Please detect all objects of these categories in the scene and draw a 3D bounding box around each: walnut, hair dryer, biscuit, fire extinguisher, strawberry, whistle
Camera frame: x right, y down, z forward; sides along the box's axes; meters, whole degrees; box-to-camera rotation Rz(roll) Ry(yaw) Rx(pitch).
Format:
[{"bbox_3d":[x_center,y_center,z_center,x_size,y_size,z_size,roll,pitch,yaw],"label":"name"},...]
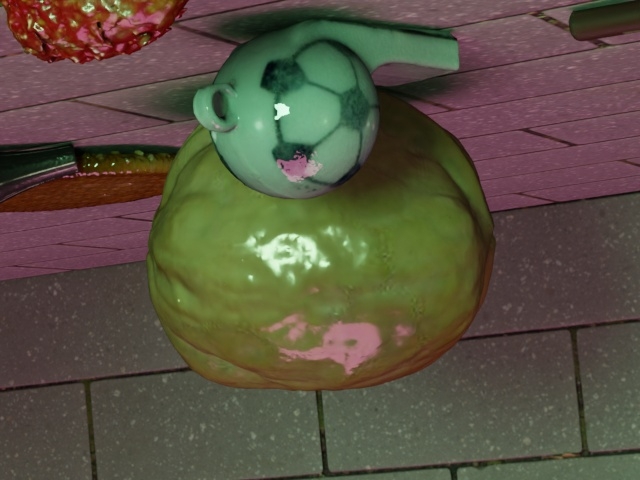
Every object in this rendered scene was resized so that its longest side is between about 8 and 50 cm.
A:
[{"bbox_3d":[0.000,0.000,1.985,0.381,0.381,0.381,-5,174,-1],"label":"walnut"},{"bbox_3d":[-0.371,-0.089,2.102,0.195,0.075,0.219,-15,168,-6],"label":"hair dryer"},{"bbox_3d":[-0.297,-0.076,2.362,0.305,0.038,0.305,-7,175,-1],"label":"biscuit"},{"bbox_3d":[0.303,-0.202,1.665,0.173,0.035,0.049,-6,172,36],"label":"fire extinguisher"},{"bbox_3d":[-0.147,-0.169,1.325,0.192,0.085,0.140,-8,172,5],"label":"strawberry"},{"bbox_3d":[0.002,-0.112,1.676,0.290,0.163,0.163,1,172,-44],"label":"whistle"}]
